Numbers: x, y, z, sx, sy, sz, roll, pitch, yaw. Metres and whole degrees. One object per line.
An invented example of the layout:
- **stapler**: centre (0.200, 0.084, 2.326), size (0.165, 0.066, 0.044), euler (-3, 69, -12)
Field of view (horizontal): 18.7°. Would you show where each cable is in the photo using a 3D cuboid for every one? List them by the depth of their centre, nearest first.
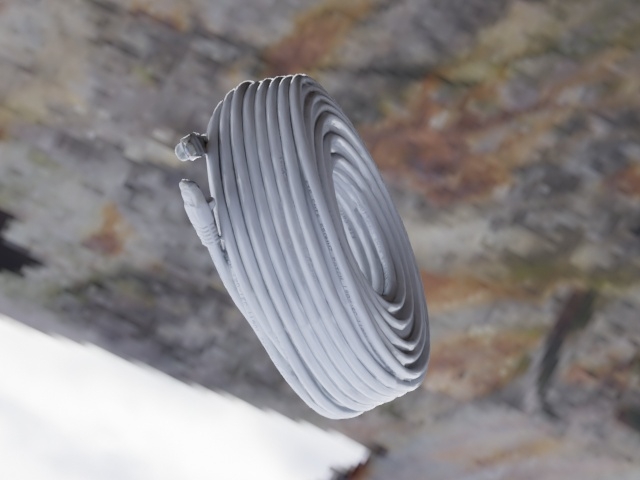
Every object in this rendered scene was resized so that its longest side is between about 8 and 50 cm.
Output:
- **cable**: centre (0.000, 0.000, 1.420), size (0.257, 0.089, 0.257), euler (64, -164, -16)
